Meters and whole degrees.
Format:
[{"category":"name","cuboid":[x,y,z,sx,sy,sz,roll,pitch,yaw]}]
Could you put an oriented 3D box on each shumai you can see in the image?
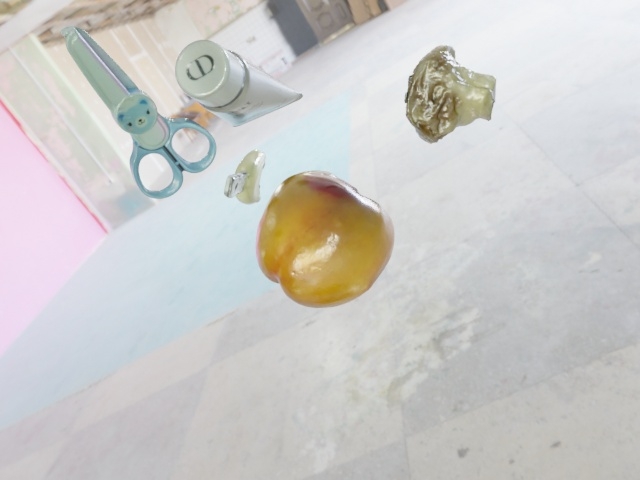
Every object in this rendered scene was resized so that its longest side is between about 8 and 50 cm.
[{"category":"shumai","cuboid":[0.187,-0.196,0.817,0.116,0.146,0.145,24,51,21]}]

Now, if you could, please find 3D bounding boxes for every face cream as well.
[{"category":"face cream","cuboid":[-0.128,-0.235,0.925,0.143,0.089,0.314,-23,-1,12]}]

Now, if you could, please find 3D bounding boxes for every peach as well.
[{"category":"peach","cuboid":[0.000,0.000,0.583,0.138,0.138,0.138,-29,21,13]}]

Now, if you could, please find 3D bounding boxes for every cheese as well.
[{"category":"cheese","cuboid":[-0.162,-0.123,1.233,0.235,0.049,0.128,-56,-17,-74]}]

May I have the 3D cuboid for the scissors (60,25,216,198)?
[{"category":"scissors","cuboid":[-0.236,-0.164,0.750,0.125,0.256,0.030,-39,46,-6]}]
